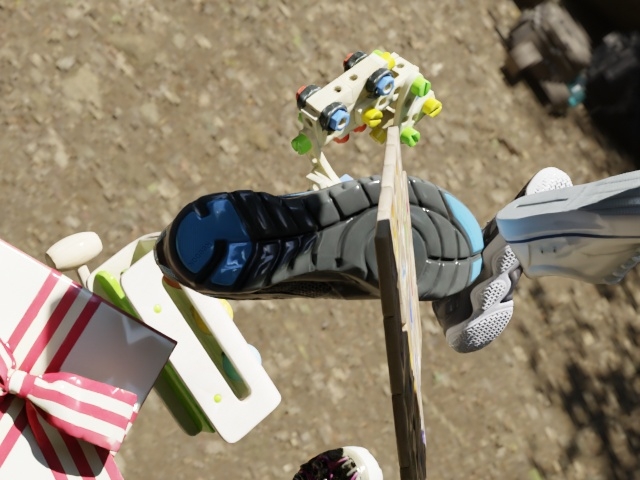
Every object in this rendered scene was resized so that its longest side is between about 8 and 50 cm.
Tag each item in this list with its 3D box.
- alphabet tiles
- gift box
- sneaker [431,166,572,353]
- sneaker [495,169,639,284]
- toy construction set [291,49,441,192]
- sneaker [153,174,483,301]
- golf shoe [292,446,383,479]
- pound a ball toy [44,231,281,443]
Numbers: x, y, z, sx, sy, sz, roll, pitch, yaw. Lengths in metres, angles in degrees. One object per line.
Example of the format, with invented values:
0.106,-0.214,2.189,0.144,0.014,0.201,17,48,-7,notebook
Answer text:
0.049,0.050,0.669,0.237,0.009,0.198,-75,159,-69,alphabet tiles
-0.308,0.168,1.182,0.255,0.258,0.276,27,74,-13,gift box
0.198,-0.001,1.475,0.101,0.268,0.153,0,36,-43,sneaker
0.285,-0.007,1.146,0.094,0.258,0.091,-37,107,-28,sneaker
0.060,-0.181,1.902,0.151,0.215,0.327,24,58,23,toy construction set
0.000,0.000,1.179,0.341,0.140,0.125,3,83,-23,sneaker
0.021,0.203,0.855,0.086,0.186,0.067,-17,53,-27,golf shoe
-0.206,0.107,1.594,0.136,0.208,0.319,-40,107,-29,pound a ball toy
